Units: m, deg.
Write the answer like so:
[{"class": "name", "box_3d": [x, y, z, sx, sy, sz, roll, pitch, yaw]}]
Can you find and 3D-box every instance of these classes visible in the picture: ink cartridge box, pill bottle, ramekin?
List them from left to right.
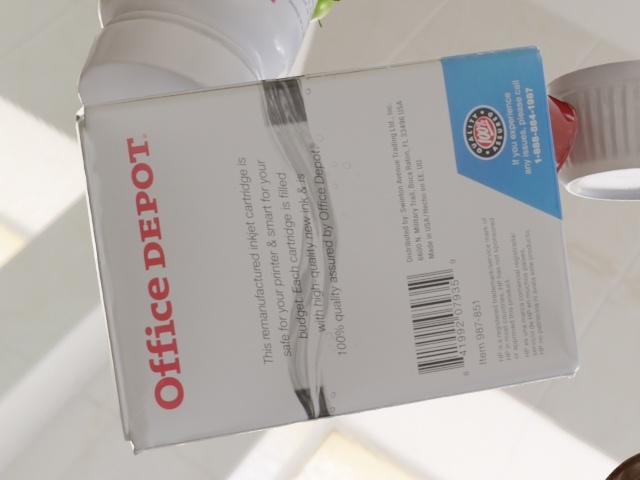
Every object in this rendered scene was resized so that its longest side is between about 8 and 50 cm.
[{"class": "pill bottle", "box_3d": [-0.079, -0.211, 1.154, 0.160, 0.283, 0.160, 14, -27, 7]}, {"class": "ink cartridge box", "box_3d": [0.000, 0.000, 0.999, 0.129, 0.307, 0.223, -163, -115, -78]}, {"class": "ramekin", "box_3d": [0.340, -0.111, 1.554, 0.207, 0.207, 0.109, -10, -104, 40]}]

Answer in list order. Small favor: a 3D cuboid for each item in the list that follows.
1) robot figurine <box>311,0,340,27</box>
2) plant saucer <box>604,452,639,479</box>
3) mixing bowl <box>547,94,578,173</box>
[{"class": "robot figurine", "box_3d": [-0.029, -0.286, 1.603, 0.115, 0.067, 0.101, 45, -44, 5]}, {"class": "plant saucer", "box_3d": [0.385, 0.316, 1.668, 0.168, 0.168, 0.029, -8, -38, 39]}, {"class": "mixing bowl", "box_3d": [0.159, -0.097, 1.479, 0.098, 0.181, 0.181, 38, -40, -21]}]
